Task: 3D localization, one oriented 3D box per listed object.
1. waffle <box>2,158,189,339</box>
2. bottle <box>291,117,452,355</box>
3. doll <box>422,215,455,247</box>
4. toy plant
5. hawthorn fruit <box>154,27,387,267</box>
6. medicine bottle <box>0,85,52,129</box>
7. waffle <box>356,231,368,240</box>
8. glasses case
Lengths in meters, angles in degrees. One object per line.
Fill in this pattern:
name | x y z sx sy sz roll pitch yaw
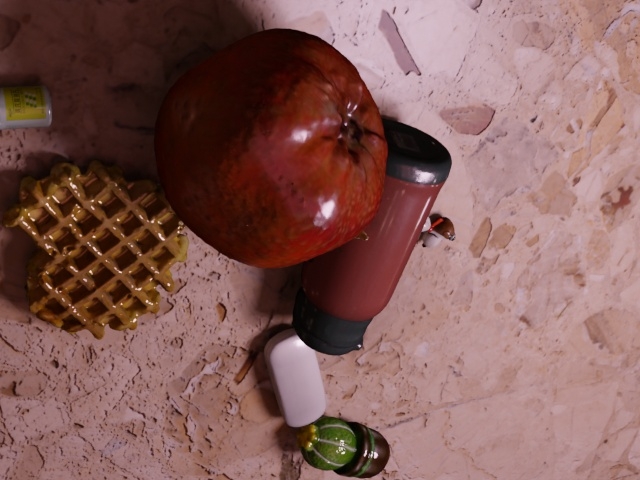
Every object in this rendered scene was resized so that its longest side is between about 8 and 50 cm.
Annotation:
waffle | -0.288 0.019 1.254 0.249 0.056 0.253 13 117 -34
bottle | 0.058 0.009 1.370 0.144 0.144 0.336 4 120 -30
doll | 0.164 -0.022 1.478 0.058 0.040 0.085 -33 133 10
toy plant | 0.032 0.336 1.626 0.162 0.093 0.092 24 109 -34
hawthorn fruit | -0.061 -0.099 1.156 0.275 0.300 0.275 7 77 -32
medicine bottle | -0.344 -0.148 1.109 0.083 0.047 0.047 -7 125 -25
waffle | 0.000 0.000 1.302 0.032 0.191 0.125 0 122 -32
glasses case | -0.037 0.213 1.528 0.074 0.049 0.193 -23 131 -12
